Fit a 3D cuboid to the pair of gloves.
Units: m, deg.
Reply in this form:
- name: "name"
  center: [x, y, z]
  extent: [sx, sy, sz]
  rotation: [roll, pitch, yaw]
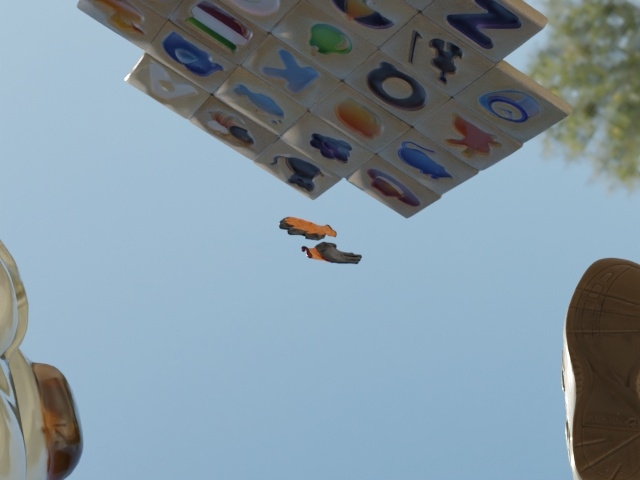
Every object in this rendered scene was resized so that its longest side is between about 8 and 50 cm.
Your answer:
- name: "pair of gloves"
  center: [0.000, 0.000, 1.516]
  extent: [0.074, 0.010, 0.083]
  rotation: [7, -153, -41]

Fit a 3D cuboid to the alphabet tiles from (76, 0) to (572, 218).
- name: "alphabet tiles"
  center: [-0.008, -0.122, 0.969]
  extent: [0.285, 0.342, 0.011]
  rotation: [32, -115, -12]

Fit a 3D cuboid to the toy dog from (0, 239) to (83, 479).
- name: "toy dog"
  center: [-0.289, 0.114, 1.024]
  extent: [0.395, 0.284, 0.408]
  rotation: [49, 169, 9]

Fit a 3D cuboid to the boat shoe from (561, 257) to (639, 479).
- name: "boat shoe"
  center: [0.291, 0.147, 1.527]
  extent: [0.104, 0.089, 0.285]
  rotation: [12, -125, 5]
